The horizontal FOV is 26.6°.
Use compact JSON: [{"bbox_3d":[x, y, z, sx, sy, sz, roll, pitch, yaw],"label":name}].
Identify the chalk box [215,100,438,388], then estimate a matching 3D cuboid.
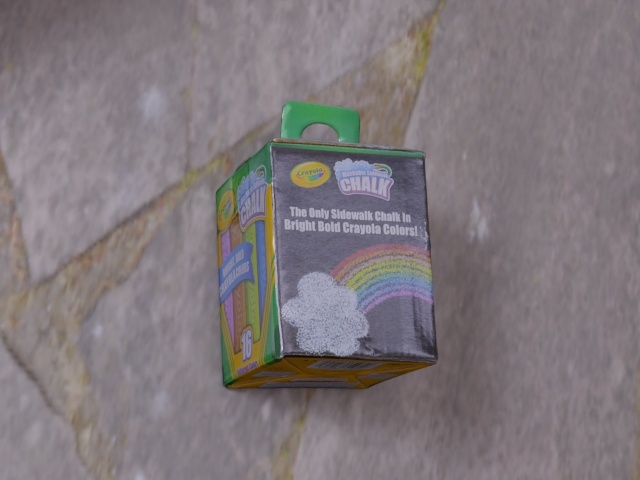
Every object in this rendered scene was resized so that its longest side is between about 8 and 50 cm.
[{"bbox_3d":[0.000,0.000,1.044,0.132,0.132,0.213,4,73,-22],"label":"chalk box"}]
